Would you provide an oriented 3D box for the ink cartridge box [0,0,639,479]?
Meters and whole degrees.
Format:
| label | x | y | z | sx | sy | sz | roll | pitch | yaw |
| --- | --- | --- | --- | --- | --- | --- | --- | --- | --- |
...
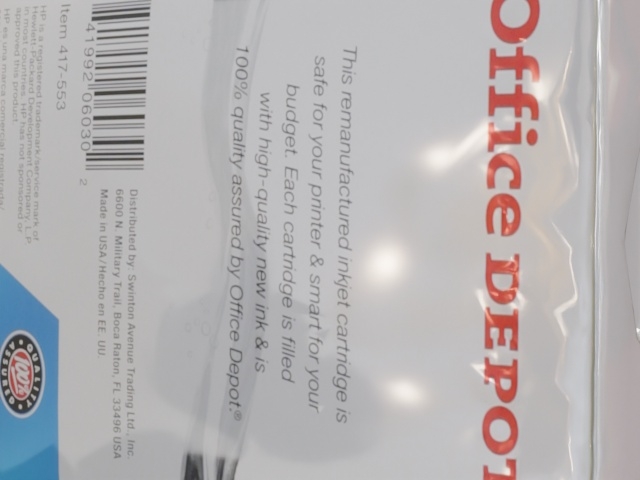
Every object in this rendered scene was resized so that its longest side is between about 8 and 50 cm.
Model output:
| label | x | y | z | sx | sy | sz | roll | pitch | yaw |
| --- | --- | --- | --- | --- | --- | --- | --- | --- | --- |
| ink cartridge box | 0.000 | 0.000 | 0.406 | 0.191 | 0.082 | 0.139 | 2 | 90 | 34 |
